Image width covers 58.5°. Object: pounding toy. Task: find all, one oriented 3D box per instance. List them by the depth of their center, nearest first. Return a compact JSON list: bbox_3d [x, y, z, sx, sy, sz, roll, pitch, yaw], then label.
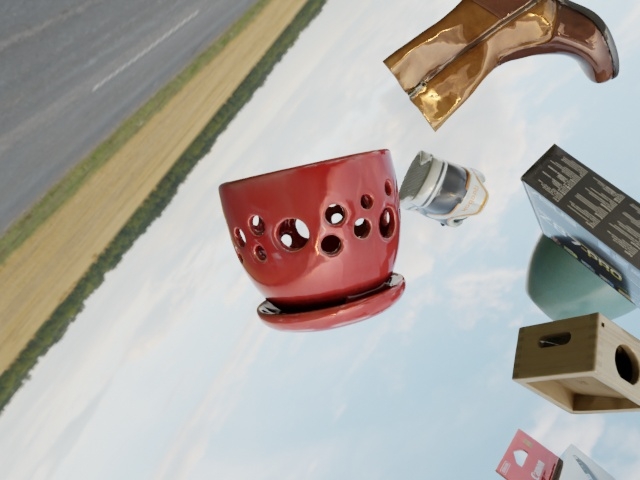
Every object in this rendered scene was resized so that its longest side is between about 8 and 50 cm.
[{"bbox_3d":[0.402,0.177,0.765,0.181,0.206,0.094,-29,-144,54],"label":"pounding toy"}]

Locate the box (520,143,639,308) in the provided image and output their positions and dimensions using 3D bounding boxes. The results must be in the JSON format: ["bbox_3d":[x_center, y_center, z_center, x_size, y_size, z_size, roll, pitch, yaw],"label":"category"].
[{"bbox_3d":[0.550,0.029,1.002,0.097,0.318,0.395,-46,-120,6],"label":"box"}]

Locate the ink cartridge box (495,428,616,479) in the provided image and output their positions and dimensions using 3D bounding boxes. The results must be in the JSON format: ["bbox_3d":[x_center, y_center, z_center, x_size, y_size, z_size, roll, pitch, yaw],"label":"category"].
[{"bbox_3d":[0.599,0.591,1.438,0.296,0.261,0.066,-9,132,-60],"label":"ink cartridge box"}]

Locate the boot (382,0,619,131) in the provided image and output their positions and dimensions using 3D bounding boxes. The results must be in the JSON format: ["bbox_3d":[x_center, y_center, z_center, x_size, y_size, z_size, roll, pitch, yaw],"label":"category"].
[{"bbox_3d":[0.281,-0.270,0.886,0.280,0.264,0.096,-42,-159,15],"label":"boot"}]

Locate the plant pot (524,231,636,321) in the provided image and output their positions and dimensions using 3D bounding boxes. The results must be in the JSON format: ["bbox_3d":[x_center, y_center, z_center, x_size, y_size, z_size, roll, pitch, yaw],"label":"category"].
[{"bbox_3d":[0.629,0.101,1.421,0.195,0.290,0.290,-51,-165,20],"label":"plant pot"}]

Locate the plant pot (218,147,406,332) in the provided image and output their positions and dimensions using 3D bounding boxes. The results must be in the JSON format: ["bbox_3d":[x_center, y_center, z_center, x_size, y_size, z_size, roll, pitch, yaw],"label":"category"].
[{"bbox_3d":[0.000,0.000,0.625,0.191,0.173,0.191,-13,-175,1],"label":"plant pot"}]

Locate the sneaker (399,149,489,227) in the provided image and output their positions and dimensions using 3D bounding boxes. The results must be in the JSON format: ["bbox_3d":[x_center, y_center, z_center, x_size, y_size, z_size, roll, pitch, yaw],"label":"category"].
[{"bbox_3d":[0.229,-0.095,1.098,0.321,0.128,0.126,-79,-168,-78],"label":"sneaker"}]
